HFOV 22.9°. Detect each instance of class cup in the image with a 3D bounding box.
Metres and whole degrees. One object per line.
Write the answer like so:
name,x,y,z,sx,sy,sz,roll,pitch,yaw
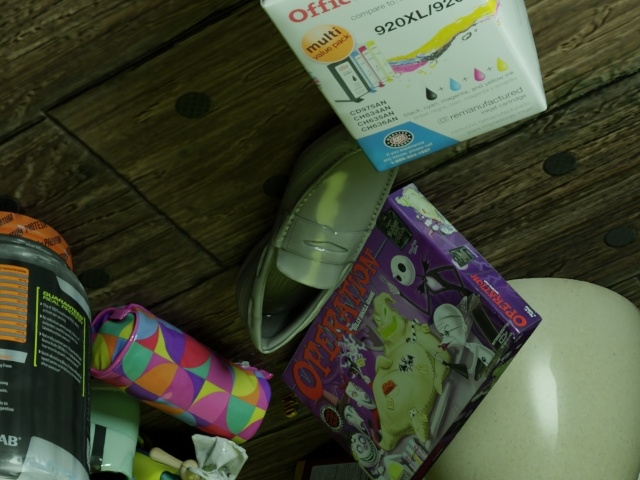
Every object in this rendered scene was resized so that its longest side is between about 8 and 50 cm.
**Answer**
cup,0.250,0.237,1.877,0.331,0.237,0.331,-3,140,-2

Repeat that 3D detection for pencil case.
pencil case,-0.163,0.154,1.839,0.104,0.104,0.236,-32,136,29

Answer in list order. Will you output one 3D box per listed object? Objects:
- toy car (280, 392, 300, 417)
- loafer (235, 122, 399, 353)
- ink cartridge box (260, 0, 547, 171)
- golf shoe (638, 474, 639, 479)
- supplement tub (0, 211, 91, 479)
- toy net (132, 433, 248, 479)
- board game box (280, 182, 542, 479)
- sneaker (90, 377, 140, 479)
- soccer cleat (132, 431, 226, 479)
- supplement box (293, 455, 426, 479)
toy car,0.017,0.210,1.968,0.122,0.040,0.060,-16,140,11
loafer,0.000,0.000,1.656,0.112,0.111,0.319,10,138,-19
ink cartridge box,0.069,-0.212,1.364,0.171,0.168,0.232,-20,138,18
golf shoe,0.412,0.300,2.096,0.306,0.115,0.140,12,112,-15
supplement tub,-0.338,0.148,1.616,0.207,0.338,0.207,-3,141,-3
toy net,-0.174,0.303,1.903,0.232,0.045,0.122,-22,109,37
board game box,0.090,0.123,1.760,0.056,0.208,0.347,-23,154,-38
sneaker,-0.343,0.250,1.885,0.256,0.151,0.094,-8,142,4
soccer cleat,-0.264,0.293,2.020,0.289,0.093,0.121,-3,110,3
supplement box,0.088,0.367,2.044,0.191,0.129,0.194,24,157,-31
